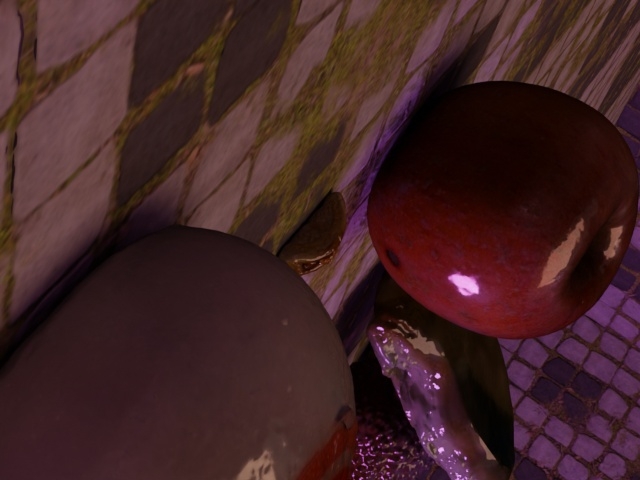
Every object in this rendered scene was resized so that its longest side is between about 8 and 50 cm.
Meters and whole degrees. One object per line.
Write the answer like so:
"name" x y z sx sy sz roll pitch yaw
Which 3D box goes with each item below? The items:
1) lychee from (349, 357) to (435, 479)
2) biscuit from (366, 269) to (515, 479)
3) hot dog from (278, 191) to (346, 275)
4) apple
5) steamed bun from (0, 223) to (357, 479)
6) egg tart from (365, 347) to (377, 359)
"lychee" 0.071 0.213 1.821 0.165 0.165 0.197 -44 166 -50
"biscuit" 0.144 0.145 1.746 0.335 0.078 0.329 27 52 -60
"hot dog" 0.000 0.000 1.218 0.090 0.034 0.030 -49 166 -34
"apple" 0.157 -0.031 1.385 0.253 0.253 0.253 -54 169 -15
"steamed bun" -0.083 0.137 0.852 0.283 0.177 0.283 -53 168 -16
"egg tart" 0.098 0.144 2.039 0.130 0.052 0.130 -52 169 -15
